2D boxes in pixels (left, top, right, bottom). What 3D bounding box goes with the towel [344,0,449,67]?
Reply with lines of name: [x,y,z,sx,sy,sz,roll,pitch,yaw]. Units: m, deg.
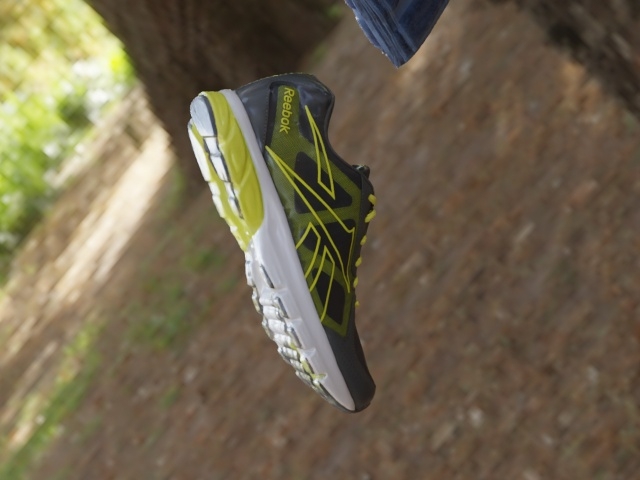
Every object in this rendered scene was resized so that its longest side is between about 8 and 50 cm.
towel: [0.041,-0.144,0.927,0.067,0.029,0.119,-57,-27,-8]

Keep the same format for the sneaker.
sneaker: [0.000,0.000,0.401,0.035,0.083,0.031,-25,14,-13]
